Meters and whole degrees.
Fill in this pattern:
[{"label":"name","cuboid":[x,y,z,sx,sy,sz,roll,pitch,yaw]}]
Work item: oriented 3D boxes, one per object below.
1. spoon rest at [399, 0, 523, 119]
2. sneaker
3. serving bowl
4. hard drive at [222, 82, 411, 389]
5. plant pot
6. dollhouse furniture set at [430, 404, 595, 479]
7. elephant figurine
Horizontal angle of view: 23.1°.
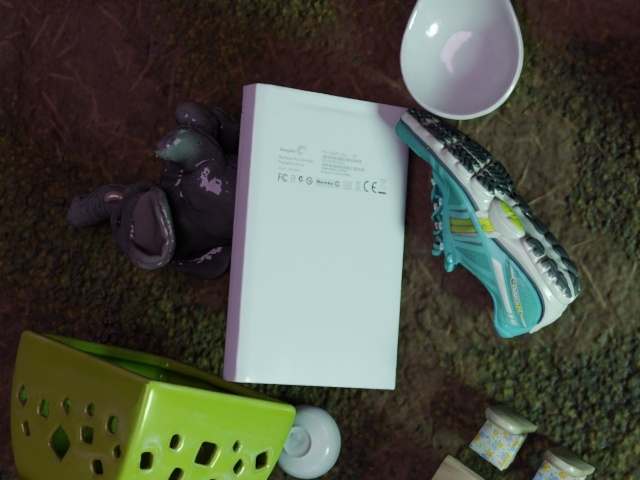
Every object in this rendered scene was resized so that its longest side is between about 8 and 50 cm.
[{"label":"spoon rest","cuboid":[0.159,-0.267,1.680,0.137,0.084,0.276,6,87,21]},{"label":"sneaker","cuboid":[0.156,-0.021,1.651,0.110,0.107,0.275,-39,74,23]},{"label":"serving bowl","cuboid":[-0.021,0.223,1.734,0.083,0.027,0.083,-2,84,21]},{"label":"hard drive","cuboid":[0.000,0.000,1.664,0.040,0.203,0.307,-1,84,56]},{"label":"plant pot","cuboid":[-0.197,0.232,1.662,0.228,0.227,0.207,14,88,43]},{"label":"dollhouse furniture set","cuboid":[0.200,0.316,1.569,0.242,0.161,0.212,34,98,20]},{"label":"elephant figurine","cuboid":[-0.163,-0.026,1.762,0.169,0.186,0.239,34,114,-23]}]
